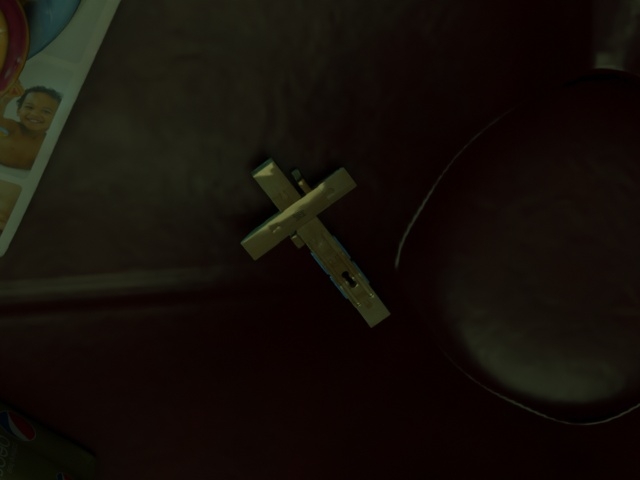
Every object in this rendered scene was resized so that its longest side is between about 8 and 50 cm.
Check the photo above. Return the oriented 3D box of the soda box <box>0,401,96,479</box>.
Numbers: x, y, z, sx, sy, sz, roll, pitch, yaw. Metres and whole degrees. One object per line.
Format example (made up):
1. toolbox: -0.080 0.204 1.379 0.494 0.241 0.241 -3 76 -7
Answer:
1. soda box: -0.163 0.151 0.625 0.061 0.058 0.181 32 108 -17

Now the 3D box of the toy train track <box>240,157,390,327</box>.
1. toy train track: 0.000 0.000 0.596 0.048 0.014 0.083 -36 118 3

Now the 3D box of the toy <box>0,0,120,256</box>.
1. toy: -0.133 -0.069 0.482 0.136 0.056 0.237 16 137 -19
